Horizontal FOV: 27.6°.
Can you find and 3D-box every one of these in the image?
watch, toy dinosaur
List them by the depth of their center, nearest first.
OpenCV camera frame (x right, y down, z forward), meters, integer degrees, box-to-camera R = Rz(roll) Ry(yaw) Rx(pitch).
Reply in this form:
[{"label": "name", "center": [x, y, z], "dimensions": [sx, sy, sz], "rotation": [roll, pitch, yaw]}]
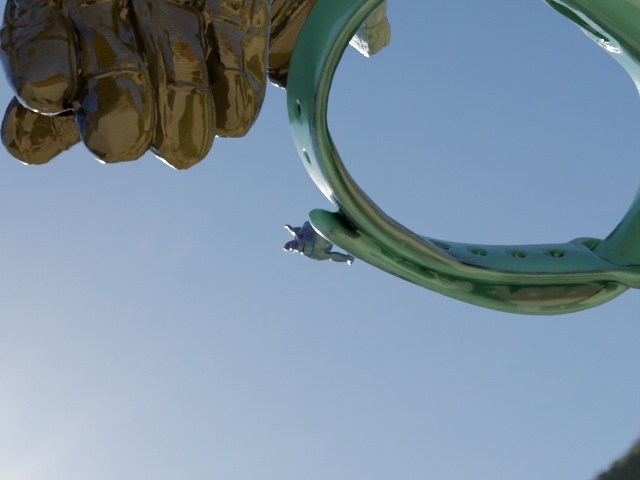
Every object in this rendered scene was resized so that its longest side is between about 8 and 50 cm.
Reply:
[{"label": "watch", "center": [0.100, -0.058, 0.657], "dimensions": [0.237, 0.068, 0.195], "rotation": [29, -83, -27]}, {"label": "toy dinosaur", "center": [0.000, 0.000, 1.393], "dimensions": [0.080, 0.197, 0.045], "rotation": [9, -84, 5]}]

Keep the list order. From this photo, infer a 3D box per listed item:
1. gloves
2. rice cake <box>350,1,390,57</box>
[{"label": "gloves", "center": [-0.091, -0.134, 0.781], "dimensions": [0.154, 0.331, 0.141], "rotation": [-1, -74, 19]}, {"label": "rice cake", "center": [-0.016, -0.286, 1.294], "dimensions": [0.043, 0.237, 0.127], "rotation": [-32, -40, -19]}]
